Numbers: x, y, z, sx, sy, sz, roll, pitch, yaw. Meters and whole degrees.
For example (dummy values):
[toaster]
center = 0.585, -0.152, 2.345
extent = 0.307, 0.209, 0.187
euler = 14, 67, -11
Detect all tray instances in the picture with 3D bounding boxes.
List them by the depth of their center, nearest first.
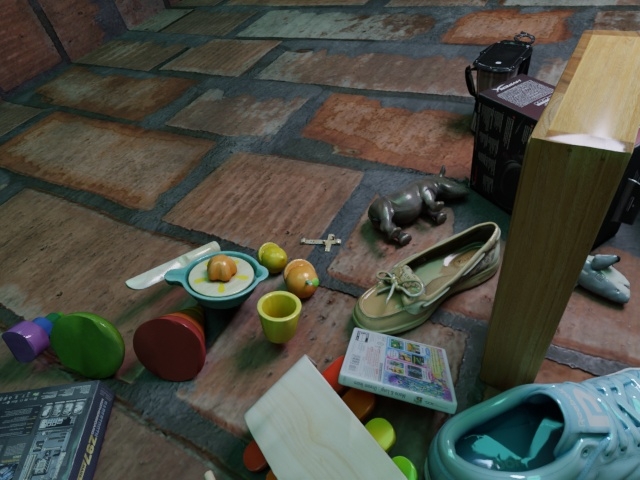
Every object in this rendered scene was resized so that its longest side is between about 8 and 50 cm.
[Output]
[tray]
center = 0.272, 0.004, 0.501
extent = 0.076, 0.411, 0.203
euler = 19, 54, 28

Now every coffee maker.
[coffee maker]
center = 0.428, -0.353, 0.974
extent = 0.171, 0.178, 0.120
euler = -27, 49, -10

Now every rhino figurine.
[rhino figurine]
center = 0.203, -0.081, 0.841
extent = 0.243, 0.073, 0.106
euler = -28, 50, -16

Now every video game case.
[video game case]
center = 0.106, 0.171, 0.577
extent = 0.143, 0.019, 0.157
euler = 12, 11, 9

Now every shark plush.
[shark plush]
center = 0.405, 0.053, 0.678
extent = 0.161, 0.073, 0.067
euler = 11, 80, 17

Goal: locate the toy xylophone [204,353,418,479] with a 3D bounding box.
[toy xylophone]
center = -0.005, 0.286, 0.502
extent = 0.236, 0.081, 0.323
euler = -37, 44, -3

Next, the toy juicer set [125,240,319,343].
[toy juicer set]
center = -0.156, 0.046, 0.755
extent = 0.328, 0.090, 0.209
euler = 15, 36, 18

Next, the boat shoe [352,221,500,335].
[boat shoe]
center = 0.175, 0.057, 0.700
extent = 0.285, 0.089, 0.105
euler = -29, 48, -14

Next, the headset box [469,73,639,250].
[headset box]
center = 0.410, -0.128, 0.733
extent = 0.110, 0.218, 0.293
euler = -27, 46, -13

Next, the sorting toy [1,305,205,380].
[sorting toy]
center = -0.355, 0.155, 0.741
extent = 0.364, 0.127, 0.126
euler = -1, 23, 10

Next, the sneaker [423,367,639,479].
[sneaker]
center = 0.298, 0.218, 0.472
extent = 0.365, 0.150, 0.135
euler = -19, 47, -4

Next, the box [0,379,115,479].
[box]
center = -0.447, 0.316, 0.618
extent = 0.232, 0.059, 0.184
euler = -9, 45, 3

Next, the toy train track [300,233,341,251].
[toy train track]
center = 0.000, 0.000, 0.851
extent = 0.083, 0.014, 0.048
euler = 0, 47, 14
